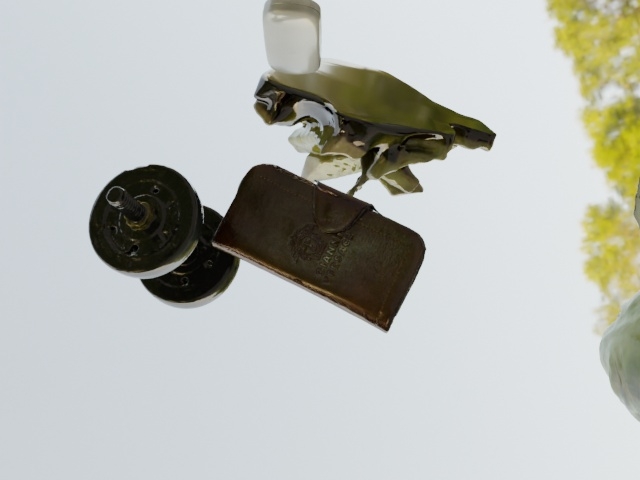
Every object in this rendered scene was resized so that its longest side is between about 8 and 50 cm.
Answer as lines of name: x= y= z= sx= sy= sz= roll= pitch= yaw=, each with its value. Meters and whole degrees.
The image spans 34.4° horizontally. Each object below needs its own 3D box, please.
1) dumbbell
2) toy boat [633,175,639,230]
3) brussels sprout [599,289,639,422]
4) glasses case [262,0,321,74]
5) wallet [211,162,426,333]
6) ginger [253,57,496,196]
dumbbell: x=-0.194 y=-0.002 z=1.315 sx=0.325 sy=0.143 sz=0.143 roll=52 pitch=-149 yaw=-67
toy boat: x=0.314 y=-0.042 z=0.887 sx=0.065 sy=0.066 sz=0.172 roll=5 pitch=-81 yaw=-43
brussels sprout: x=0.579 y=0.197 z=1.575 sx=0.268 sy=0.344 sz=0.344 roll=-34 pitch=-75 yaw=-23
glasses case: x=-0.036 y=-0.270 z=1.374 sx=0.197 sy=0.076 sz=0.049 roll=86 pitch=-172 yaw=-76
wallet: x=0.000 y=0.000 z=1.290 sx=0.137 sy=0.255 sz=0.031 roll=-65 pitch=-12 yaw=1
ginger: x=0.074 y=-0.149 z=1.711 sx=0.413 sy=0.358 sz=0.211 roll=-13 pitch=-55 yaw=-51
